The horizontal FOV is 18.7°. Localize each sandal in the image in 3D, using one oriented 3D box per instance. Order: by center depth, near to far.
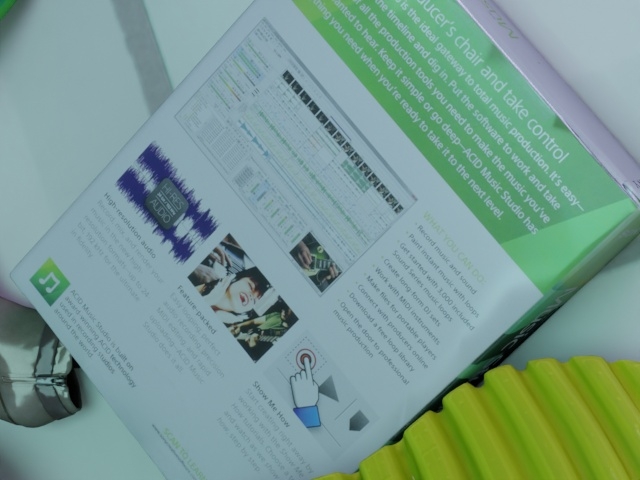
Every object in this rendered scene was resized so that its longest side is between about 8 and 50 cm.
[{"bbox_3d":[0.074,0.163,1.020,0.317,0.138,0.126,-20,47,13],"label":"sandal"}]

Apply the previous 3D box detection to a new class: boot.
[{"bbox_3d":[-0.183,0.055,1.179,0.087,0.042,0.118,-3,95,21],"label":"boot"}]

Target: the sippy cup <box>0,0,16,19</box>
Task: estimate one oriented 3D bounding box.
[{"bbox_3d":[-0.301,-0.237,1.116,0.224,0.240,0.305,34,100,31],"label":"sippy cup"}]

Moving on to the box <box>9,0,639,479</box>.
[{"bbox_3d":[0.000,0.000,1.069,0.322,0.058,0.232,-45,75,24],"label":"box"}]
